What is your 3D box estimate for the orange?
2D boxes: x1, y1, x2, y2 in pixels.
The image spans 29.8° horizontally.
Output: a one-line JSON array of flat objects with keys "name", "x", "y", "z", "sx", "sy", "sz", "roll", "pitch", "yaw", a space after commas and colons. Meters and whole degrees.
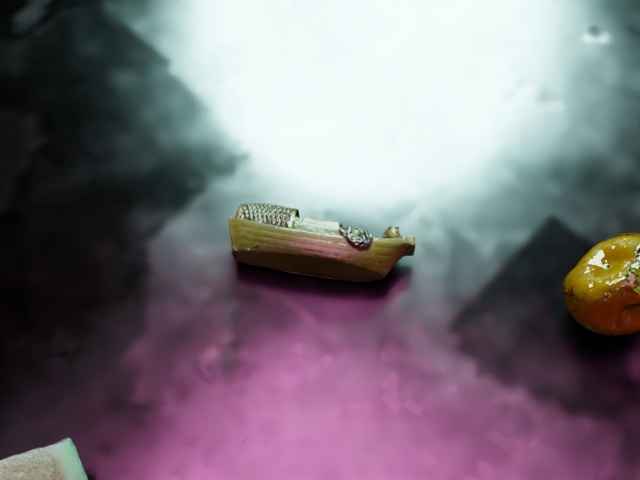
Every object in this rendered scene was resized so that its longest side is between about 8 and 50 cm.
[{"name": "orange", "x": 0.226, "y": 0.037, "z": 0.914, "sx": 0.086, "sy": 0.062, "sz": 0.086, "roll": -25, "pitch": 28, "yaw": 14}]

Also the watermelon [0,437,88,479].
[{"name": "watermelon", "x": -0.296, "y": 0.286, "z": 0.728, "sx": 0.292, "sy": 0.319, "sz": 0.222, "roll": -28, "pitch": 86, "yaw": 12}]

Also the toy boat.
[{"name": "toy boat", "x": 0.000, "y": 0.000, "z": 0.944, "sx": 0.149, "sy": 0.047, "sz": 0.049, "roll": 8, "pitch": 64, "yaw": 6}]
